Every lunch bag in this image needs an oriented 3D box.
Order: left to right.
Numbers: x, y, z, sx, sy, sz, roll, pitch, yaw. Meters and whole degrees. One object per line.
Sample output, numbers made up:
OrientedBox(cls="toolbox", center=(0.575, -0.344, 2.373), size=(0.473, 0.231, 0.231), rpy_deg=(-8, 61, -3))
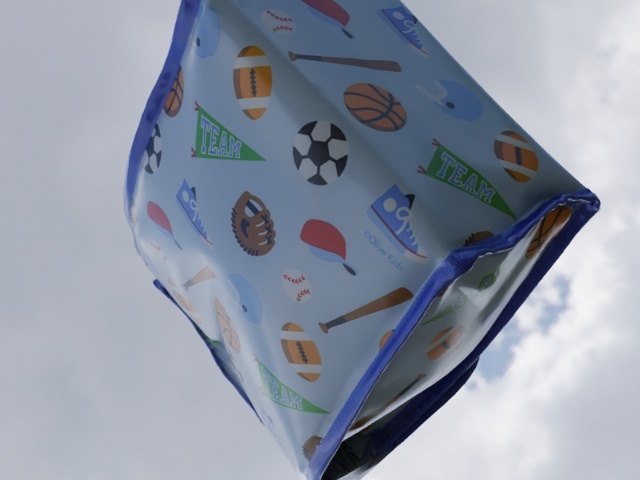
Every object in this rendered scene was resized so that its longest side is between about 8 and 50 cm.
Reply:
OrientedBox(cls="lunch bag", center=(0.000, 0.000, 1.088), size=(0.239, 0.328, 0.385), rpy_deg=(-20, -29, -41))
